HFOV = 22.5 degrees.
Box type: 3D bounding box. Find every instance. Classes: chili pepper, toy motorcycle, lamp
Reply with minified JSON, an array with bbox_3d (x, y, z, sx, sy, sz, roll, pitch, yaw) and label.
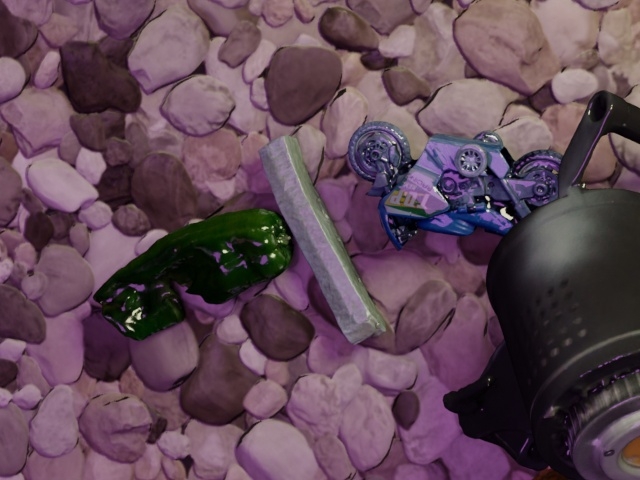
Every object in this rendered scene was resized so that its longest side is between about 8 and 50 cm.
[{"bbox_3d":[-0.145,0.034,1.815,0.253,0.083,0.099,-25,92,26],"label":"chili pepper"},{"bbox_3d":[0.147,-0.044,1.682,0.255,0.092,0.135,11,106,13],"label":"toy motorcycle"},{"bbox_3d":[0.286,0.090,1.516,0.374,0.205,0.272,-61,32,16],"label":"lamp"}]

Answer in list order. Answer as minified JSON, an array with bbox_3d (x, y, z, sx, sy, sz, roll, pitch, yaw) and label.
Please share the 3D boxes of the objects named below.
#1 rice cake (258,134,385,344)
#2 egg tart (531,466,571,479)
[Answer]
[{"bbox_3d":[0.000,0.000,1.769,0.045,0.042,0.245,-30,82,21],"label":"rice cake"},{"bbox_3d":[0.263,0.329,1.607,0.215,0.171,0.215,3,97,29],"label":"egg tart"}]
